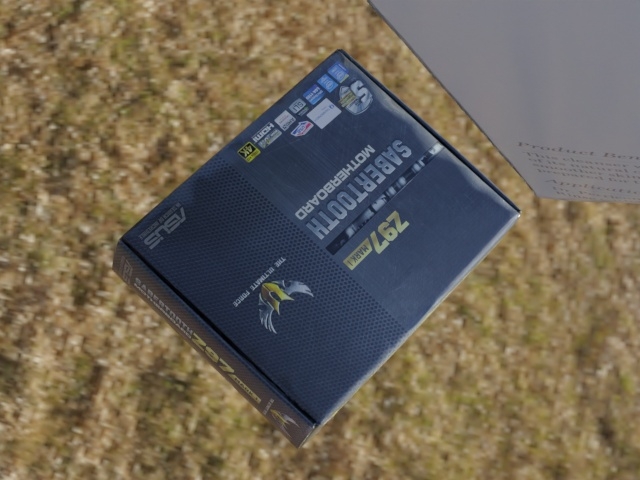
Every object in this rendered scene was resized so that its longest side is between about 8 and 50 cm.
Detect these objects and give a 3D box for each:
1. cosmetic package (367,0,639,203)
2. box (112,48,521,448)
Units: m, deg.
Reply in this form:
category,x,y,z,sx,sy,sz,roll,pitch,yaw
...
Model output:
category,x,y,z,sx,sy,sz,roll,pitch,yaw
cosmetic package,0.127,-0.121,0.386,0.385,0.217,0.156,36,59,-68
box,0.000,0.000,0.982,0.183,0.059,0.232,44,65,7
